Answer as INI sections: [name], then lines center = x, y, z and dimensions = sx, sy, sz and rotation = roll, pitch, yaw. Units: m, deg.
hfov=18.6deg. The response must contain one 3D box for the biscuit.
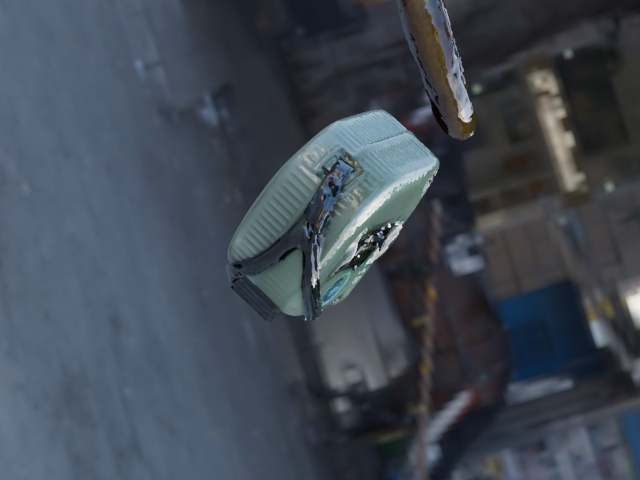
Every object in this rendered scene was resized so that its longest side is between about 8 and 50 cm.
[biscuit]
center = 0.078, -0.176, 1.477
dimensions = 0.212, 0.036, 0.212
rotation = -15, 90, -84

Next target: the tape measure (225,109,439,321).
[tape measure]
center = 0.000, 0.000, 1.859
dimensions = 0.115, 0.235, 0.207
rotation = 42, 26, 10
